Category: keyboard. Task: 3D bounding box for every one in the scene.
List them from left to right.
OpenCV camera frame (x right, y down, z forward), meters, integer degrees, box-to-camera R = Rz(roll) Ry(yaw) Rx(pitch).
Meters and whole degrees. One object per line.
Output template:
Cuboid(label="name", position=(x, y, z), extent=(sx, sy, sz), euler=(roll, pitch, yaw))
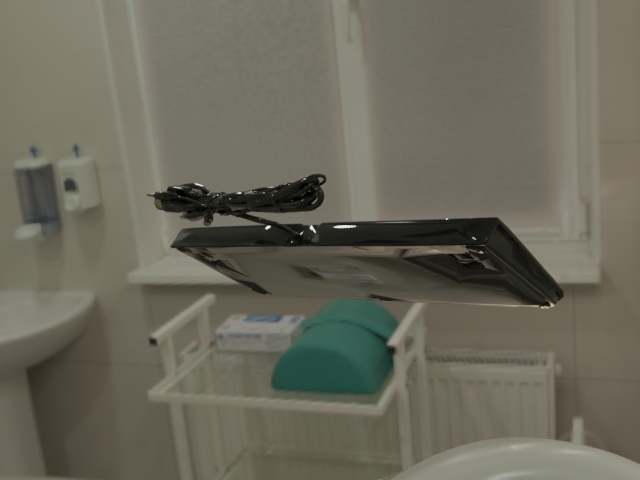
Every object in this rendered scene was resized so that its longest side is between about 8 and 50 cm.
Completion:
Cuboid(label="keyboard", position=(0.000, 0.000, 0.626), extent=(0.317, 0.033, 0.201), euler=(-2, -25, 42))

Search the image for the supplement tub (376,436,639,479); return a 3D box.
Cuboid(label="supplement tub", position=(0.084, 0.253, 0.488), extent=(0.241, 0.241, 0.331), euler=(-8, -18, -9))
